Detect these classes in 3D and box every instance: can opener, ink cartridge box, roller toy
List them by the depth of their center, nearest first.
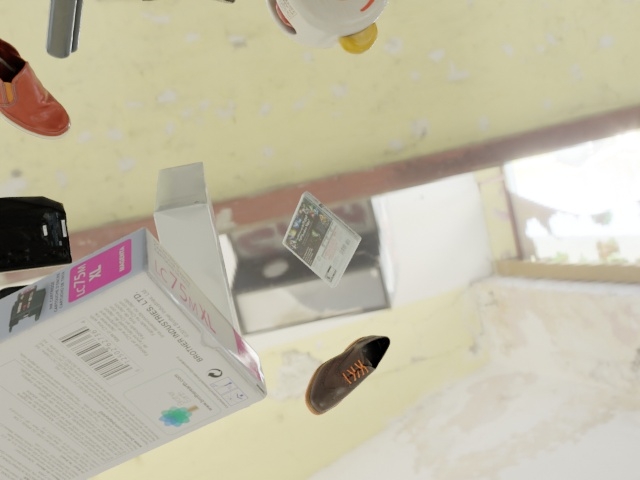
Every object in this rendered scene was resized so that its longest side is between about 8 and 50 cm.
[{"bbox_3d":[-0.224,0.127,0.720,0.311,0.186,0.065,-27,-138,8],"label":"ink cartridge box"},{"bbox_3d":[0.012,-0.421,1.444,0.191,0.210,0.146,12,175,-19],"label":"roller toy"},{"bbox_3d":[-0.412,-0.443,1.486,0.093,0.281,0.074,21,-153,-1],"label":"can opener"}]

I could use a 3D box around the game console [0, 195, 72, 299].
[{"bbox_3d":[-0.551,0.102,1.572,0.213,0.362,0.044,-6,179,-25],"label":"game console"}]

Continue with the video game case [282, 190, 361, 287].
[{"bbox_3d":[0.000,0.000,2.063,0.022,0.173,0.190,-37,162,-39],"label":"video game case"}]

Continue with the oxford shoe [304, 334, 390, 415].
[{"bbox_3d":[0.065,0.307,2.072,0.271,0.097,0.098,-43,-173,-36],"label":"oxford shoe"}]

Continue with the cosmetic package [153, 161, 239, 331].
[{"bbox_3d":[-0.211,0.077,1.564,0.097,0.378,0.284,-11,-161,-3],"label":"cosmetic package"}]

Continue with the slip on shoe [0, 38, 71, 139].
[{"bbox_3d":[-0.652,-0.335,1.863,0.101,0.331,0.123,-8,-132,34],"label":"slip on shoe"}]

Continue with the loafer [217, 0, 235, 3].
[{"bbox_3d":[-0.138,-0.335,1.125,0.219,0.078,0.080,-9,-133,1],"label":"loafer"}]
